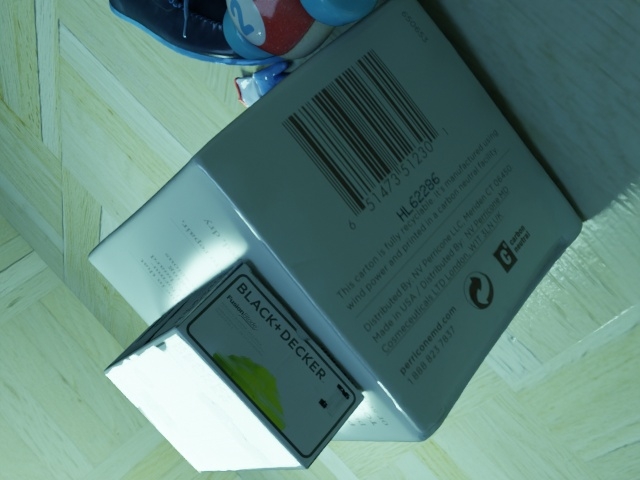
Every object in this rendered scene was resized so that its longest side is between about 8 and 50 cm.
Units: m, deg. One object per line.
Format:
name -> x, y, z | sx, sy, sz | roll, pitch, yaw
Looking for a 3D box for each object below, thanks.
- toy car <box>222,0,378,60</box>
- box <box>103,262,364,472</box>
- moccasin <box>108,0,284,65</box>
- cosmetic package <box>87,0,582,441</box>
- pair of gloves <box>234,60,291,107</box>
toy car -> -0.078, -0.306, 0.735 | 0.238, 0.210, 0.219 | 21, 172, -26
box -> -0.102, 0.140, 0.781 | 0.169, 0.087, 0.290 | 49, 149, -7
moccasin -> -0.166, -0.307, 0.966 | 0.342, 0.137, 0.117 | 25, 132, 30
cosmetic package -> 0.000, 0.000, 0.902 | 0.327, 0.329, 0.393 | 50, 150, -9
pair of gloves -> -0.083, -0.248, 1.061 | 0.159, 0.023, 0.198 | 14, 134, 45
